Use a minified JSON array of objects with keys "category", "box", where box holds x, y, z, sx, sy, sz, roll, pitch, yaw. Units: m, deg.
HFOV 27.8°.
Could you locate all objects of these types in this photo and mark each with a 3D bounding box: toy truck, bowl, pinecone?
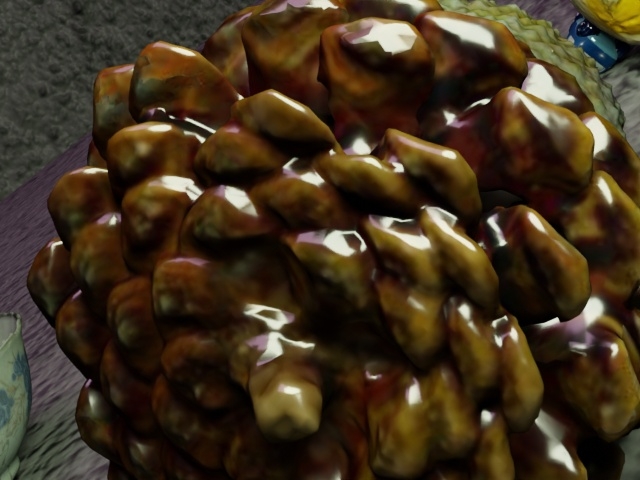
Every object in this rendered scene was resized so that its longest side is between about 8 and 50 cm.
[{"category":"toy truck","box":[0.301,-0.205,1.439,0.074,0.063,0.136,-49,14,22]},{"category":"bowl","box":[-0.422,0.229,1.440,0.313,0.146,0.313,-32,14,9]},{"category":"pinecone","box":[0.024,0.021,0.814,0.397,0.398,0.398,-31,18,11]}]

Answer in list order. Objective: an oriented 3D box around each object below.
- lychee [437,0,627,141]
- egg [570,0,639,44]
[{"category":"lychee","box":[0.136,-0.095,1.129,0.255,0.274,0.255,-18,45,19]},{"category":"egg","box":[0.351,-0.320,1.375,0.337,0.337,0.201,-63,-11,-56]}]
